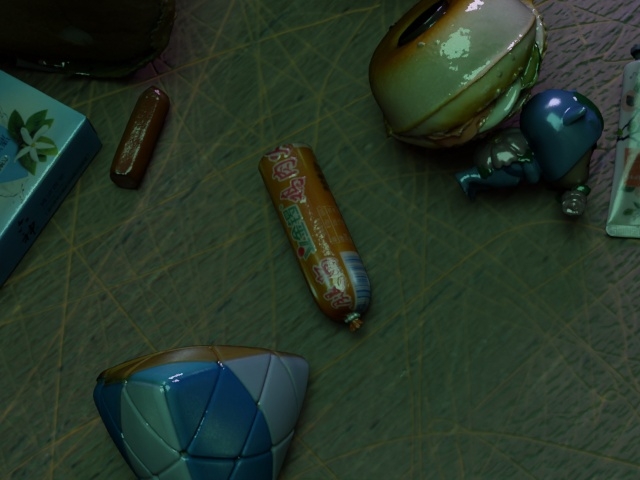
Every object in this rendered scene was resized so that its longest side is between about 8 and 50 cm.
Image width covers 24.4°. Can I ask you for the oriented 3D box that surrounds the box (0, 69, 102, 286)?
[{"bbox_3d":[-0.389,-0.073,1.777,0.143,0.083,0.232,29,73,16],"label":"box"}]

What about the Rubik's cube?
[{"bbox_3d":[-0.099,0.216,1.606,0.254,0.254,0.254,-3,68,6],"label":"Rubik's cube"}]

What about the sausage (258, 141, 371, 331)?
[{"bbox_3d":[0.000,0.000,1.703,0.071,0.071,0.234,-23,67,-2],"label":"sausage"}]

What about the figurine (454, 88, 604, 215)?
[{"bbox_3d":[0.250,-0.087,1.699,0.178,0.114,0.144,-29,92,9],"label":"figurine"}]

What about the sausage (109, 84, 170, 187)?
[{"bbox_3d":[-0.219,-0.128,1.800,0.041,0.039,0.131,14,71,15],"label":"sausage"}]

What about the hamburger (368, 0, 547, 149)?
[{"bbox_3d":[0.154,-0.201,1.699,0.237,0.237,0.147,-47,110,-12],"label":"hamburger"}]

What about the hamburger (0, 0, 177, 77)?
[{"bbox_3d":[-0.302,-0.326,1.761,0.277,0.318,0.195,8,63,-26],"label":"hamburger"}]

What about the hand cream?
[{"bbox_3d":[0.374,-0.115,1.720,0.080,0.050,0.234,3,75,5],"label":"hand cream"}]
